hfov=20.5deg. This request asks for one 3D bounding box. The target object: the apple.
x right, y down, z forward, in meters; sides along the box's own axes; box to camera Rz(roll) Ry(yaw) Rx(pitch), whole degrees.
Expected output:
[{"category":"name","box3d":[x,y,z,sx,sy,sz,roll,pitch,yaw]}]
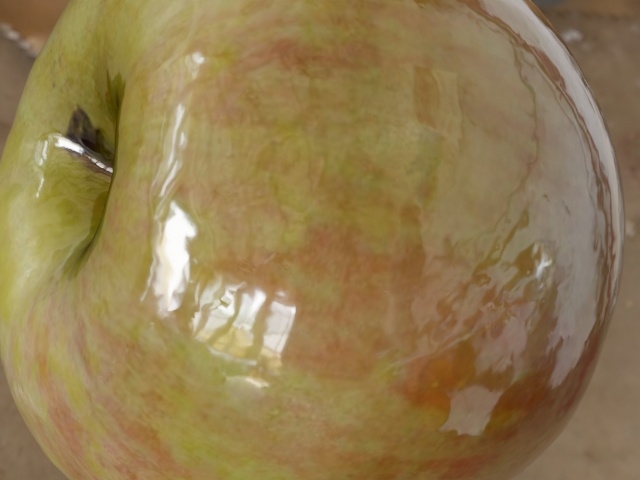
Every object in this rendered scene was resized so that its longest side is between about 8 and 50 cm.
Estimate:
[{"category":"apple","box3d":[0.000,0.000,0.687,0.234,0.257,0.257,21,38,-29]}]
